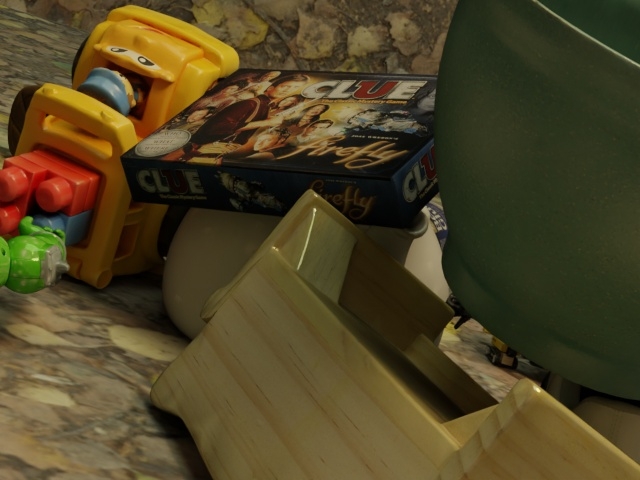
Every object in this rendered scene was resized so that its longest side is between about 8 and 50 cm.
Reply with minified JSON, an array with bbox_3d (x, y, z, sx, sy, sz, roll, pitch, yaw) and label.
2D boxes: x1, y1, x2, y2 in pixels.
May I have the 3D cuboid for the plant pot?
[{"bbox_3d":[0.187,-0.032,0.792,0.293,0.196,0.293,19,26,-9],"label":"plant pot"}]

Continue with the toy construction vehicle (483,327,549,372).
[{"bbox_3d":[0.203,0.104,1.294,0.086,0.035,0.098,16,12,-10],"label":"toy construction vehicle"}]

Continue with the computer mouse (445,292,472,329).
[{"bbox_3d":[0.198,0.058,1.030,0.193,0.042,0.106,11,-13,-12],"label":"computer mouse"}]

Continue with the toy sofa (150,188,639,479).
[{"bbox_3d":[0.041,0.121,0.783,0.150,0.177,0.362,38,2,-25],"label":"toy sofa"}]

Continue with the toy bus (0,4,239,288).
[{"bbox_3d":[-0.185,-0.074,1.118,0.149,0.220,0.211,25,19,19],"label":"toy bus"}]

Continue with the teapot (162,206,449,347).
[{"bbox_3d":[0.000,0.000,1.105,0.256,0.187,0.252,22,12,25],"label":"teapot"}]

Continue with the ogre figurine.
[{"bbox_3d":[-0.257,0.009,0.914,0.197,0.097,0.118,24,-5,-30],"label":"ogre figurine"}]

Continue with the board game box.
[{"bbox_3d":[-0.006,-0.076,1.018,0.243,0.042,0.165,6,33,33],"label":"board game box"}]

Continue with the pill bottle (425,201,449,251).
[{"bbox_3d":[0.083,0.008,1.413,0.094,0.094,0.169,21,12,16],"label":"pill bottle"}]

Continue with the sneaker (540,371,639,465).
[{"bbox_3d":[0.208,0.116,0.928,0.122,0.146,0.330,16,14,8],"label":"sneaker"}]

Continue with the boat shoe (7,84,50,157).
[{"bbox_3d":[-0.188,-0.089,1.395,0.110,0.122,0.341,4,17,-47],"label":"boat shoe"}]
